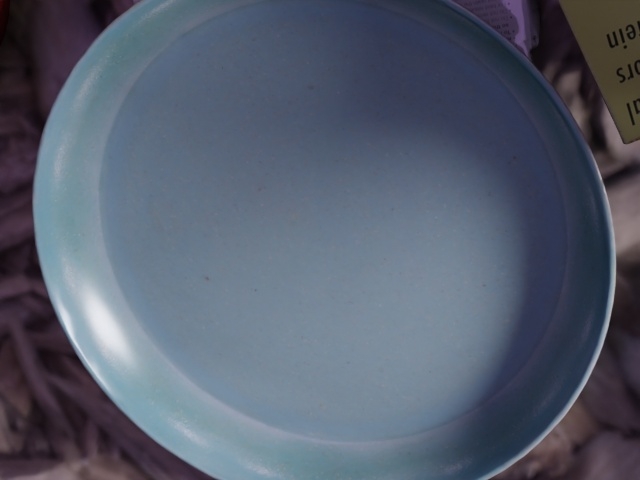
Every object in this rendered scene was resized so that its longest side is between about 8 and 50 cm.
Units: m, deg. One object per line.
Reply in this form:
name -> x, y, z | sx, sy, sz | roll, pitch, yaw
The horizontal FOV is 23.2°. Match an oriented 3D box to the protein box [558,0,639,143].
protein box -> 0.191, -0.188, 0.718 | 0.200, 0.136, 0.201 | -23, 105, 19

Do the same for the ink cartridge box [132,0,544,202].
ink cartridge box -> 0.003, -0.146, 0.854 | 0.223, 0.045, 0.223 | -8, 96, 19

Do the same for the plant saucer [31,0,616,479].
plant saucer -> 0.000, 0.000, 0.840 | 0.318, 0.043, 0.317 | 6, 114, 14

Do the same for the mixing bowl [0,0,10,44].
mixing bowl -> -0.250, -0.142, 0.907 | 0.182, 0.098, 0.181 | 2, 97, 18
